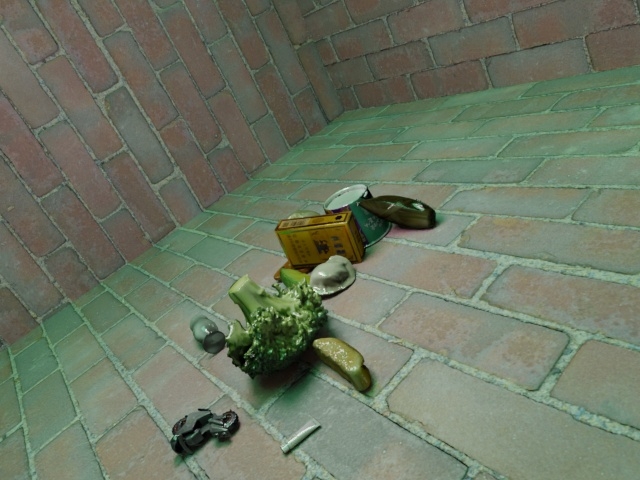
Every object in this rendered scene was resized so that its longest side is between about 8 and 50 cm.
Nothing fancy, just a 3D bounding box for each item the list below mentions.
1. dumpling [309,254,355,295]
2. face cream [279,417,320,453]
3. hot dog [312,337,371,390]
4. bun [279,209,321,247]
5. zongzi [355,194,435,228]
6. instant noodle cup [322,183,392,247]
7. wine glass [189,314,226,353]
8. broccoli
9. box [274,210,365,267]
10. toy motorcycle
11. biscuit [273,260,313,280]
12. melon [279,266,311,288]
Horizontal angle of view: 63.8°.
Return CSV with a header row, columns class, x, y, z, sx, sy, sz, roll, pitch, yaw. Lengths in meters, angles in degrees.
class,x,y,z,sx,sy,sz,roll,pitch,yaw
dumpling,0.042,0.129,1.840,0.150,0.092,0.176,19,32,32
face cream,-0.051,0.491,1.295,0.115,0.020,0.038,-33,23,-19
hot dog,0.065,0.329,1.420,0.073,0.084,0.242,-33,23,-19
bun,-0.080,-0.054,2.271,0.244,0.153,0.244,-19,26,10
zongzi,0.289,-0.114,1.918,0.242,0.112,0.221,8,5,-37
instant noodle cup,0.137,-0.101,2.072,0.251,0.190,0.251,-23,24,11
wine glass,-0.422,0.342,1.907,0.093,0.093,0.202,-36,28,-18
broccoli,-0.136,0.253,1.552,0.277,0.318,0.338,-24,47,51
box,0.000,0.000,1.960,0.302,0.192,0.084,-5,37,24
toy motorcycle,-0.337,0.535,1.445,0.215,0.080,0.122,-14,27,19
biscuit,-0.067,0.086,2.101,0.280,0.043,0.183,-36,27,-7
melon,-0.088,0.141,1.968,0.114,0.053,0.262,-25,30,-26
